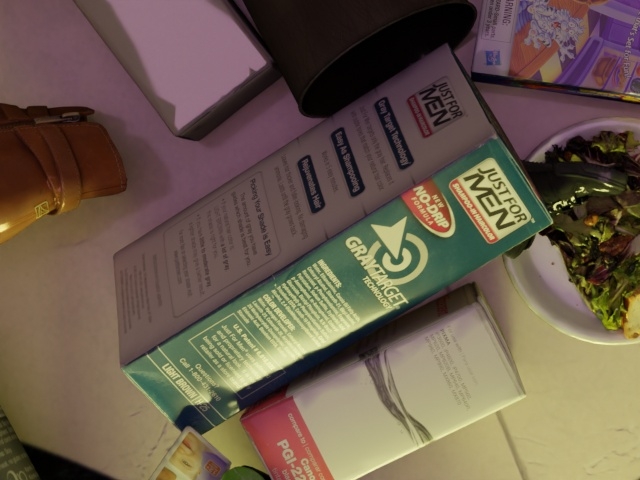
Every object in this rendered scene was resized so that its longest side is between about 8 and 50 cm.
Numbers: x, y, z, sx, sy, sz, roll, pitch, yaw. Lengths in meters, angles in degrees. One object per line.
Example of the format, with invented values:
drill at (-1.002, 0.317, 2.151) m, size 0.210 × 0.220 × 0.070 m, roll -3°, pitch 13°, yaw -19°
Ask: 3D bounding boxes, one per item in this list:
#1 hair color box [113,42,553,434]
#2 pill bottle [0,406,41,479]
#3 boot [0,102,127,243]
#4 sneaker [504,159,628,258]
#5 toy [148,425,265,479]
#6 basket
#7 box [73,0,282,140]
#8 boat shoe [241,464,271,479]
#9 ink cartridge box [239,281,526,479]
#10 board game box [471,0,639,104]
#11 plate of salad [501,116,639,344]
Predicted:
hair color box at (0.000, 0.000, 1.191) m, size 0.347 × 0.174 × 0.105 m, roll -32°, pitch 122°, yaw 10°
pill bottle at (-0.364, 0.199, 1.234) m, size 0.210 × 0.210 × 0.363 m, roll -30°, pitch 87°, yaw 5°
boot at (-0.311, -0.098, 1.271) m, size 0.220 × 0.283 × 0.109 m, roll -18°, pitch 129°, yaw -20°
sneaker at (0.177, -0.023, 1.230) m, size 0.170 × 0.051 × 0.089 m, roll 7°, pitch 85°, yaw 36°
toy at (-0.115, 0.273, 1.201) m, size 0.137 × 0.056 × 0.237 m, roll 39°, pitch 125°, yaw 5°
basket at (-0.003, -0.239, 1.220) m, size 0.154 × 0.204 × 0.227 m, roll -42°, pitch 76°, yaw 35°
box at (-0.157, -0.227, 1.270) m, size 0.113 × 0.094 × 0.275 m, roll -36°, pitch 87°, yaw 5°
boat shoe at (0.026, 0.322, 1.244) m, size 0.307 × 0.111 × 0.104 m, roll 39°, pitch 93°, yaw 5°
ink cartridge box at (0.055, 0.126, 1.216) m, size 0.218 × 0.158 × 0.092 m, roll -28°, pitch 92°, yaw 6°
board game box at (0.270, -0.293, 1.234) m, size 0.233 × 0.078 × 0.347 m, roll 9°, pitch 91°, yaw 6°
plate of salad at (0.255, -0.008, 1.252) m, size 0.200 × 0.048 × 0.200 m, roll 0°, pitch 91°, yaw 6°
